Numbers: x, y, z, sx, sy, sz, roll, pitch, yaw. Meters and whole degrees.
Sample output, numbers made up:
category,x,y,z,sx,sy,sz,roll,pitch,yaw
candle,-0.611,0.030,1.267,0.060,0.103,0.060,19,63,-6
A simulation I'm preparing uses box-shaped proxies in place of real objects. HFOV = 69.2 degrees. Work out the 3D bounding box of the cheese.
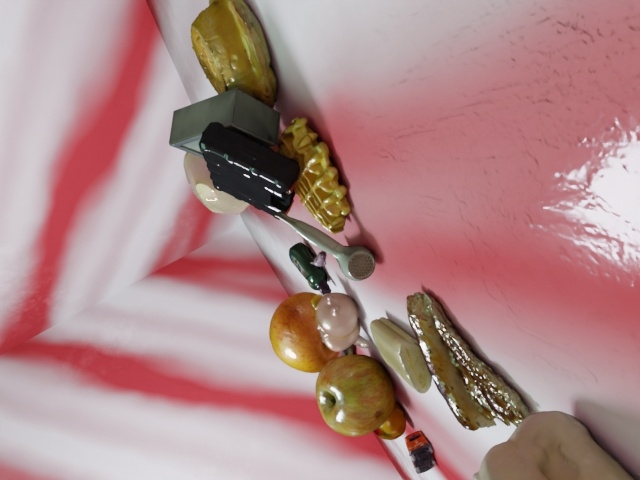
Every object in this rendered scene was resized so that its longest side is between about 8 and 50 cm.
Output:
category,x,y,z,sx,sy,sz,roll,pitch,yaw
cheese,0.314,0.366,0.515,0.251,0.173,0.248,35,152,54

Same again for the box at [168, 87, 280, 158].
category,x,y,z,sx,sy,sz,roll,pitch,yaw
box,-0.216,-0.249,1.037,0.225,0.129,0.086,-4,77,40

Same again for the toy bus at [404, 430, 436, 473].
category,x,y,z,sx,sy,sz,roll,pitch,yaw
toy bus,0.329,0.704,1.540,0.077,0.079,0.174,-119,6,-49

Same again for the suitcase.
category,x,y,z,sx,sy,sz,roll,pitch,yaw
suitcase,-0.151,-0.140,1.013,0.206,0.066,0.285,26,167,-1

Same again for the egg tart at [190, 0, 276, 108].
category,x,y,z,sx,sy,sz,roll,pitch,yaw
egg tart,-0.189,-0.396,0.988,0.288,0.118,0.288,55,164,25

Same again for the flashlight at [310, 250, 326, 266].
category,x,y,z,sx,sy,sz,roll,pitch,yaw
flashlight,-0.001,0.058,1.491,0.110,0.052,0.031,111,164,-68

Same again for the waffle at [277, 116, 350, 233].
category,x,y,z,sx,sy,sz,roll,pitch,yaw
waffle,-0.026,-0.142,1.015,0.283,0.065,0.309,49,163,43

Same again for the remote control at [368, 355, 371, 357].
category,x,y,z,sx,sy,sz,roll,pitch,yaw
remote control,0.203,0.466,1.639,0.124,0.018,0.053,53,166,36

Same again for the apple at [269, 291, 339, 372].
category,x,y,z,sx,sy,sz,roll,pitch,yaw
apple,-0.047,0.361,1.809,0.275,0.299,0.299,21,142,45

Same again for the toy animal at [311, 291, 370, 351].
category,x,y,z,sx,sy,sz,roll,pitch,yaw
toy animal,0.053,0.248,1.449,0.248,0.149,0.165,64,-173,-56

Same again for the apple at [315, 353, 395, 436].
category,x,y,z,sx,sy,sz,roll,pitch,yaw
apple,0.123,0.502,1.527,0.264,0.264,0.264,57,168,18

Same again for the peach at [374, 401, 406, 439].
category,x,y,z,sx,sy,sz,roll,pitch,yaw
peach,0.234,0.624,1.628,0.138,0.138,0.138,57,168,18

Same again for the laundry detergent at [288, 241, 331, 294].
category,x,y,z,sx,sy,sz,roll,pitch,yaw
laundry detergent,-0.027,0.115,1.640,0.222,0.078,0.144,50,167,33

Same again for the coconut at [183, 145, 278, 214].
category,x,y,z,sx,sy,sz,roll,pitch,yaw
coconut,-0.244,-0.186,1.264,0.233,0.245,0.233,20,134,23

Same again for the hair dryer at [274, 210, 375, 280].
category,x,y,z,sx,sy,sz,roll,pitch,yaw
hair dryer,0.000,0.000,1.030,0.237,0.075,0.206,32,179,-12

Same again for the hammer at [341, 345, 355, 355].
category,x,y,z,sx,sy,sz,roll,pitch,yaw
hammer,0.120,0.421,1.844,0.111,0.043,0.365,55,166,29

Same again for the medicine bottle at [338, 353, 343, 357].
category,x,y,z,sx,sy,sz,roll,pitch,yaw
medicine bottle,0.136,0.642,2.087,0.250,0.133,0.133,49,164,41

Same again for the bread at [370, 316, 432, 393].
category,x,y,z,sx,sy,sz,roll,pitch,yaw
bread,0.186,0.261,1.085,0.139,0.060,0.178,65,169,-16

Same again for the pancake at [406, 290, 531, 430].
category,x,y,z,sx,sy,sz,roll,pitch,yaw
pancake,0.239,0.222,0.761,0.266,0.057,0.244,64,168,-14
